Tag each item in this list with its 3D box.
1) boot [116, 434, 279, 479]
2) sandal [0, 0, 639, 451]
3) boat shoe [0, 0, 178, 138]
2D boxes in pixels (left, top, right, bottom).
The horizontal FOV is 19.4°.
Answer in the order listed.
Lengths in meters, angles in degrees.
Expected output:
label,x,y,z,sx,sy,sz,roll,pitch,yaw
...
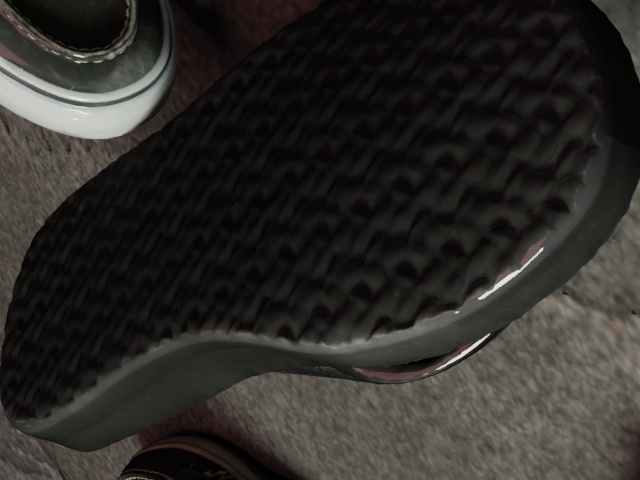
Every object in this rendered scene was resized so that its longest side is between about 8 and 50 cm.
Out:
label,x,y,z,sx,sy,sz,roll,pitch,yaw
boot,-0.098,0.205,1.105,0.236,0.178,0.085,13,129,50
sandal,0.000,-0.002,0.813,0.446,0.107,0.167,-20,56,54
boat shoe,-0.175,-0.202,0.886,0.335,0.121,0.119,55,155,8
